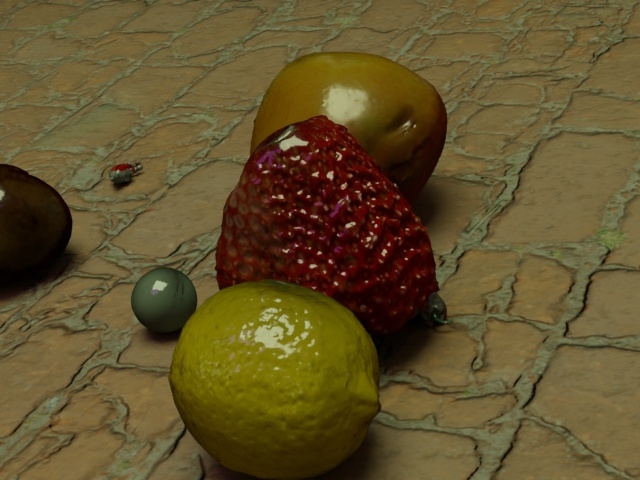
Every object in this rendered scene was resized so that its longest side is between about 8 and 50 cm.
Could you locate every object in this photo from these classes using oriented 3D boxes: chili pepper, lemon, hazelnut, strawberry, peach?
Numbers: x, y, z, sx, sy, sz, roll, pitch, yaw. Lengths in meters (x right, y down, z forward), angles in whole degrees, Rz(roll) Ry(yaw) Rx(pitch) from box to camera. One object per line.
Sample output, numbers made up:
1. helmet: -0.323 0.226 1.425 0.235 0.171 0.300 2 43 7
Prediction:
1. chili pepper: 0.154 0.089 1.964 0.050 0.041 0.153 25 15 -26
2. lemon: -0.064 0.174 1.661 0.310 0.254 0.253 16 38 33
3. hazelnut: -0.549 -0.025 2.272 0.229 0.230 0.229 -8 28 4
4. strawberry: 0.000 0.000 1.838 0.312 0.351 0.267 -31 33 -19
5. peach: 0.042 -0.166 2.205 0.372 0.290 0.373 -2 27 1

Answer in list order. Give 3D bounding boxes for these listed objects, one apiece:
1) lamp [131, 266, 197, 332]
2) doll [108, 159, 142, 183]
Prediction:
1. lamp: -0.243 0.093 2.027 0.105 0.105 0.105 -8 28 4
2. doll: -0.392 -0.132 2.567 0.057 0.039 0.114 25 24 4
